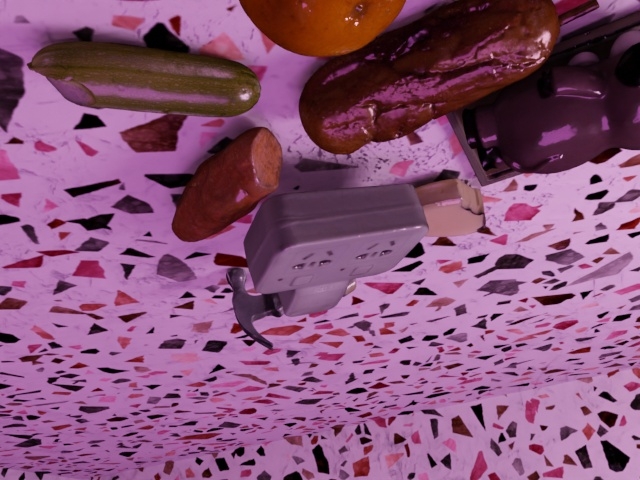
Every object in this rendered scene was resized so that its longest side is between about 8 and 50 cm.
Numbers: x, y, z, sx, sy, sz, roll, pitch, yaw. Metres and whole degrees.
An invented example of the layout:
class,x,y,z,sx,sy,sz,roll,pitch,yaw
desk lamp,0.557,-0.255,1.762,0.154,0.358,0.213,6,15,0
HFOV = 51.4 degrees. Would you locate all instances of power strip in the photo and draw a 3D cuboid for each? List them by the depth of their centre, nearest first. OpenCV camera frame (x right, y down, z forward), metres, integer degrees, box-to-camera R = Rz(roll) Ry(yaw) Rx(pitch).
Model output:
class,x,y,z,sx,sy,sz,roll,pitch,yaw
power strip,0.000,0.000,0.980,0.230,0.141,0.261,-7,156,-22

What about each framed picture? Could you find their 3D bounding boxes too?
class,x,y,z,sx,sy,sz,roll,pitch,yaw
framed picture,0.342,-0.182,0.861,0.335,0.022,0.247,-18,150,20

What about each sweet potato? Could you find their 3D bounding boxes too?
class,x,y,z,sx,sy,sz,roll,pitch,yaw
sweet potato,-0.131,-0.060,0.888,0.097,0.097,0.252,13,144,-35

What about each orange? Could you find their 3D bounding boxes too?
class,x,y,z,sx,sy,sz,roll,pitch,yaw
orange,0.001,-0.234,0.552,0.159,0.136,0.159,-23,154,-12

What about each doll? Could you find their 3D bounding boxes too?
class,x,y,z,sx,sy,sz,roll,pitch,yaw
doll,0.303,-0.148,0.767,0.257,0.117,0.182,-19,152,23

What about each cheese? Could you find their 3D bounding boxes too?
class,x,y,z,sx,sy,sz,roll,pitch,yaw
cheese,0.129,-0.042,1.040,0.256,0.050,0.127,-5,153,10

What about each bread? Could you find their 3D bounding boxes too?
class,x,y,z,sx,sy,sz,roll,pitch,yaw
bread,0.132,-0.185,0.734,0.344,0.083,0.124,-19,151,19

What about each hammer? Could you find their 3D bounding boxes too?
class,x,y,z,sx,sy,sz,roll,pitch,yaw
hammer,-0.044,0.101,1.192,0.227,0.158,0.041,-15,156,-14

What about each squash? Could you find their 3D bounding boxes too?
class,x,y,z,sx,sy,sz,roll,pitch,yaw
squash,-0.179,-0.168,0.700,0.239,0.069,0.069,2,151,-20
